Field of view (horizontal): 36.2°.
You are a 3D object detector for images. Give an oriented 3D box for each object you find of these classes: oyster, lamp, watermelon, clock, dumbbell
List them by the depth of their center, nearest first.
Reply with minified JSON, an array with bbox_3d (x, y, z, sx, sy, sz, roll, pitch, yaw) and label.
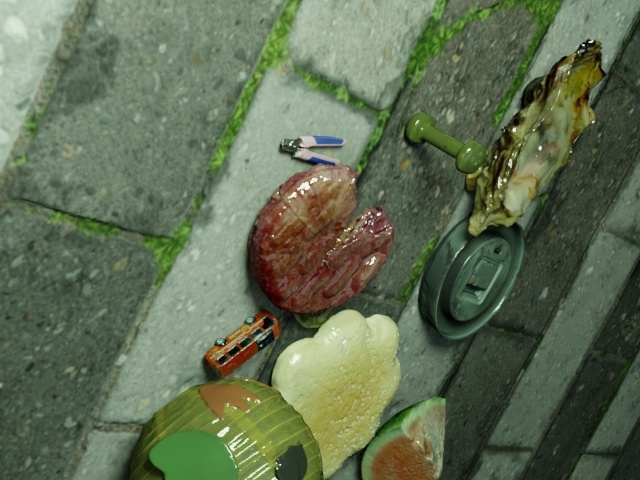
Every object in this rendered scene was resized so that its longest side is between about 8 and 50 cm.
[{"bbox_3d":[-0.105,0.314,1.218,0.250,0.284,0.250,-36,167,-10],"label":"lamp"},{"bbox_3d":[0.171,-0.134,1.345,0.052,0.118,0.046,14,108,-52],"label":"dumbbell"},{"bbox_3d":[0.335,-0.156,1.529,0.361,0.096,0.221,-59,146,2],"label":"oyster"},{"bbox_3d":[0.250,0.057,1.616,0.226,0.049,0.226,-27,132,-34],"label":"clock"},{"bbox_3d":[0.146,0.352,1.676,0.146,0.128,0.231,-60,173,-49],"label":"watermelon"}]

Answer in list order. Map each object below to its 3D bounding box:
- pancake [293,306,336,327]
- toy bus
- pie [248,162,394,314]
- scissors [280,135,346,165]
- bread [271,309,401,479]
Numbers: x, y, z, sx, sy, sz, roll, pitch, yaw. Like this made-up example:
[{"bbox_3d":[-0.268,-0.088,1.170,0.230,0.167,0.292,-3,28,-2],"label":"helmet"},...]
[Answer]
[{"bbox_3d":[-0.004,0.078,1.383,0.108,0.017,0.108,-27,130,-37],"label":"pancake"},{"bbox_3d":[-0.101,0.136,1.295,0.110,0.043,0.031,-36,136,-25],"label":"toy bus"},{"bbox_3d":[0.000,0.000,1.286,0.204,0.054,0.218,-36,133,-14],"label":"pie"},{"bbox_3d":[-0.010,-0.116,1.249,0.113,0.012,0.039,1,114,-47],"label":"scissors"},{"bbox_3d":[0.019,0.246,1.492,0.316,0.054,0.316,-26,130,-35],"label":"bread"}]
